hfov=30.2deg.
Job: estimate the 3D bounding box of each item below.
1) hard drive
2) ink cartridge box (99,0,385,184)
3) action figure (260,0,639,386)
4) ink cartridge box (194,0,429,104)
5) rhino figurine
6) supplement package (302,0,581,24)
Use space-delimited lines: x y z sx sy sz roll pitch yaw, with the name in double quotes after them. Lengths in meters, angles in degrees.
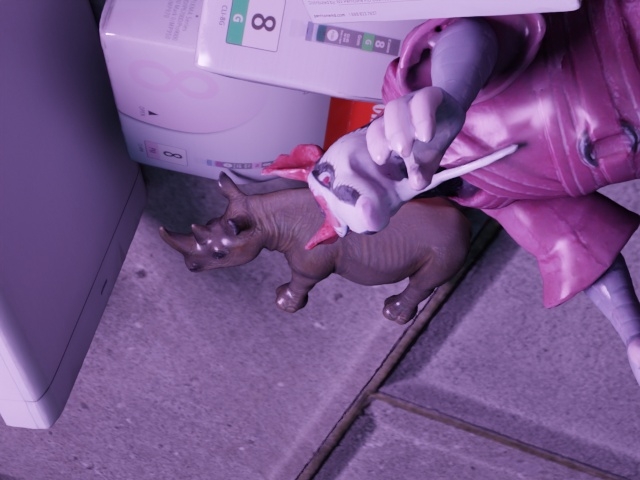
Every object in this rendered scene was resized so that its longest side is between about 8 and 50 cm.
-0.196 -0.076 0.752 0.047 0.233 0.353 4 138 13 "hard drive"
-0.019 -0.088 0.786 0.232 0.066 0.189 16 159 3 "ink cartridge box"
0.141 -0.088 0.568 0.370 0.275 0.248 -12 142 18 "action figure"
0.056 -0.162 0.649 0.225 0.056 0.180 11 97 6 "ink cartridge box"
0.000 0.000 0.871 0.243 0.073 0.106 6 141 -20 "rhino figurine"
0.063 -0.227 0.489 0.149 0.194 0.203 7 132 44 "supplement package"
